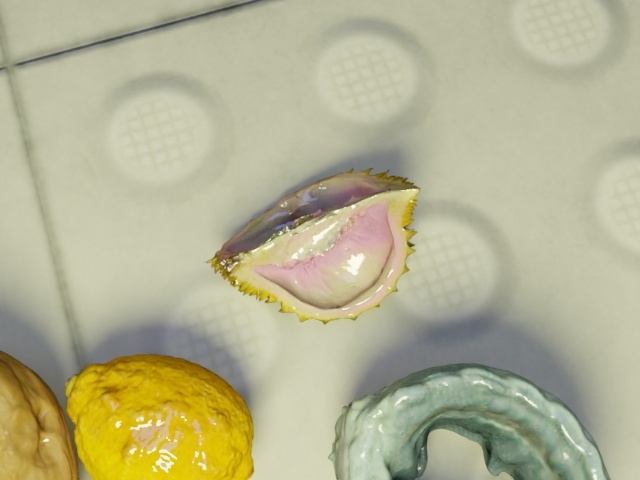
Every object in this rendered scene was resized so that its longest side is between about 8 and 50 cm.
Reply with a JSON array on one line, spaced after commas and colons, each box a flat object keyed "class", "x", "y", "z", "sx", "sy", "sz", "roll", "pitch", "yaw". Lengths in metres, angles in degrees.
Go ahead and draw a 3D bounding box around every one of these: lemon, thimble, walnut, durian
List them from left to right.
[{"class": "walnut", "x": -0.304, "y": 0.200, "z": 0.788, "sx": 0.193, "sy": 0.193, "sz": 0.225, "roll": -17, "pitch": 79, "yaw": -7}, {"class": "lemon", "x": -0.146, "y": 0.173, "z": 0.827, "sx": 0.187, "sy": 0.142, "sz": 0.142, "roll": 27, "pitch": 71, "yaw": -4}, {"class": "durian", "x": 0.001, "y": -0.002, "z": 0.903, "sx": 0.165, "sy": 0.132, "sz": 0.182, "roll": 35, "pitch": 84, "yaw": 23}, {"class": "thimble", "x": 0.125, "y": 0.216, "z": 0.802, "sx": 0.250, "sy": 0.172, "sz": 0.205, "roll": 30, "pitch": 74, "yaw": 8}]
